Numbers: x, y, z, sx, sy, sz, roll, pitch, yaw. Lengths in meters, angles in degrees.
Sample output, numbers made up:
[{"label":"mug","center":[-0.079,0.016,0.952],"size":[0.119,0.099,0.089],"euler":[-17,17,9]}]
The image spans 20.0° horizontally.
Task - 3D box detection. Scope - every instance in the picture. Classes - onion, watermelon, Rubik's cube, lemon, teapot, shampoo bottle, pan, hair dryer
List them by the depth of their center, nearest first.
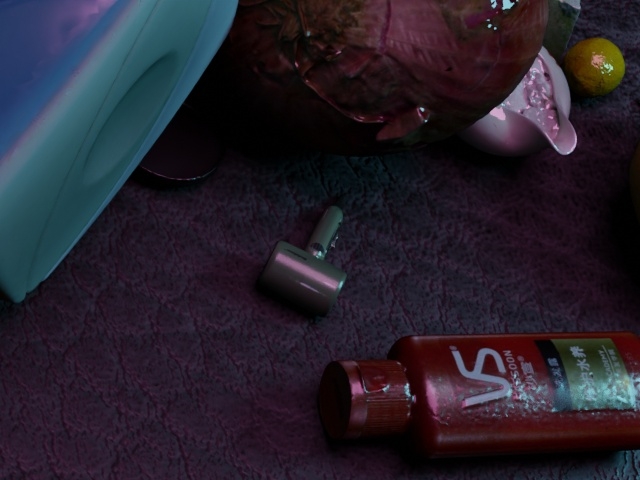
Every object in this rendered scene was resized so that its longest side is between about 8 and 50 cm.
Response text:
[{"label":"Rubik's cube","center":[-0.286,-0.193,1.406],"size":[0.352,0.347,0.351],"euler":[33,79,6]},{"label":"shampoo bottle","center":[0.156,0.136,1.618],"size":[0.314,0.076,0.118],"euler":[1,62,-23]},{"label":"onion","center":[0.042,-0.242,1.634],"size":[0.354,0.353,0.353],"euler":[11,56,-17]},{"label":"pan","center":[-0.177,-0.085,1.636],"size":[0.212,0.040,0.115],"euler":[-19,69,-39]},{"label":"hair dryer","center":[0.000,0.000,1.663],"size":[0.071,0.047,0.150],"euler":[29,46,-3]},{"label":"teapot","center":[0.171,-0.155,1.804],"size":[0.145,0.092,0.226],"euler":[-19,67,-35]},{"label":"lemon","center":[0.285,-0.180,1.889],"size":[0.062,0.062,0.083],"euler":[49,40,11]},{"label":"watermelon","center":[0.249,-0.249,1.900],"size":[0.158,0.098,0.121],"euler":[-16,67,-35]}]

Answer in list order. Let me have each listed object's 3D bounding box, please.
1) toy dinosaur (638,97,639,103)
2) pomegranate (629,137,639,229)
[{"label":"toy dinosaur","center":[0.517,-0.055,1.906],"size":[0.383,0.076,0.129],"euler":[21,47,-14]},{"label":"pomegranate","center":[0.430,-0.050,1.764],"size":[0.260,0.260,0.260],"euler":[11,56,-17]}]
